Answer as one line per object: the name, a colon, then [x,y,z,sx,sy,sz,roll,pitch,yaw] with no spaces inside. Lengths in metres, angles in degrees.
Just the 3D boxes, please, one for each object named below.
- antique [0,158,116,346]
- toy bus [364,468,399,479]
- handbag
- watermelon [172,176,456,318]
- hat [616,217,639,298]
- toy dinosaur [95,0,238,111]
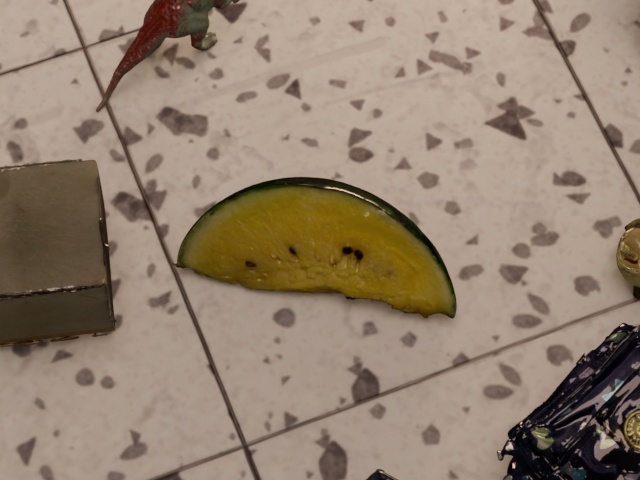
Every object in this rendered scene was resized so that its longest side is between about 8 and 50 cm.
antique: [-0.285,0.019,1.826,0.147,0.148,0.152,-5,65,-5]
toy bus: [0.010,0.383,1.665,0.323,0.162,0.194,-42,70,-17]
handbag: [0.304,0.189,1.791,0.260,0.113,0.162,-43,67,-11]
watermelon: [0.000,0.000,1.880,0.301,0.123,0.129,8,87,4]
hat: [0.352,0.020,1.900,0.076,0.059,0.077,16,59,23]
toy dinosaur: [-0.166,-0.236,1.949,0.242,0.167,0.053,-39,75,-3]
